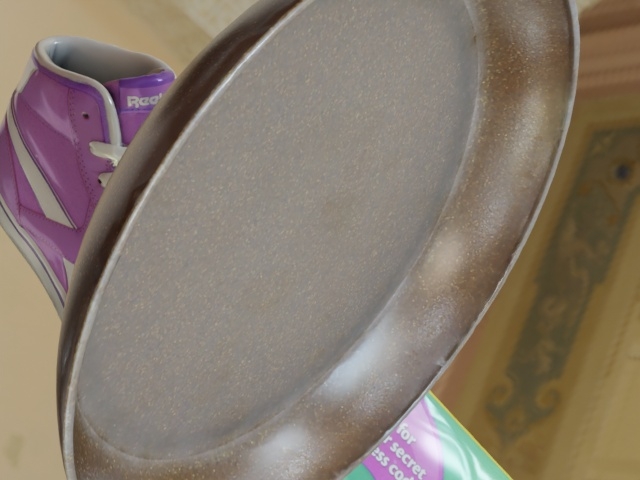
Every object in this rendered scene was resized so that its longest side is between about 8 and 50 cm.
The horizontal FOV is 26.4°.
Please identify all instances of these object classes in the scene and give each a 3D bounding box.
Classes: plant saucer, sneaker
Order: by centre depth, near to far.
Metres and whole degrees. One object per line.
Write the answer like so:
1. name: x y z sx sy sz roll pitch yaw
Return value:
1. plant saucer: 0.000 0.000 0.591 0.050 0.310 0.310 35 -95 30
2. sneaker: -0.102 -0.010 0.813 0.282 0.102 0.161 45 -48 21

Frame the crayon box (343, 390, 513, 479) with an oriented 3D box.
1. crayon box: 0.067 0.261 0.980 0.106 0.363 0.313 -49 -169 -28
